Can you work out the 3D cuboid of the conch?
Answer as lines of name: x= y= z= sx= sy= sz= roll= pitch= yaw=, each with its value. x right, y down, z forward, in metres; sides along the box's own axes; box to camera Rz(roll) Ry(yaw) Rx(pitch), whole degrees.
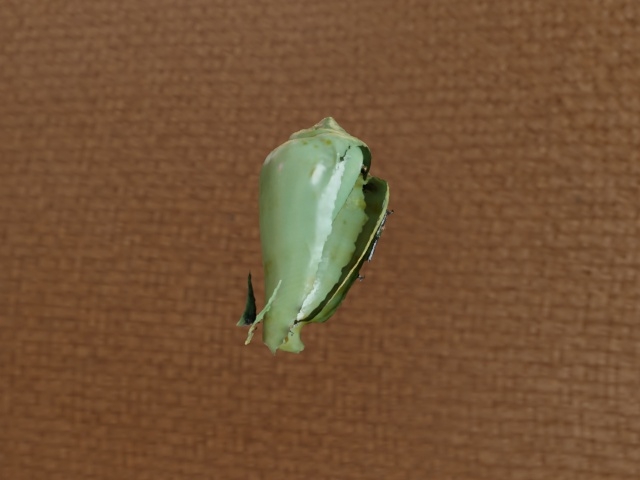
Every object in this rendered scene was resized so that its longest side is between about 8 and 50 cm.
conch: x=0.000 y=0.000 z=1.122 sx=0.079 sy=0.105 sz=0.170 roll=5 pitch=82 yaw=62
